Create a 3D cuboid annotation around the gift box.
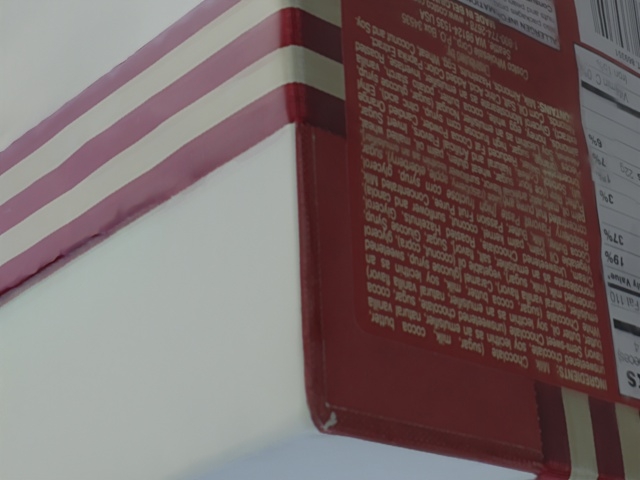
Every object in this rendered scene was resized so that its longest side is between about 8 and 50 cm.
[{"bbox_3d":[0.000,0.000,0.541,0.255,0.258,0.276,22,-125,-35],"label":"gift box"}]
